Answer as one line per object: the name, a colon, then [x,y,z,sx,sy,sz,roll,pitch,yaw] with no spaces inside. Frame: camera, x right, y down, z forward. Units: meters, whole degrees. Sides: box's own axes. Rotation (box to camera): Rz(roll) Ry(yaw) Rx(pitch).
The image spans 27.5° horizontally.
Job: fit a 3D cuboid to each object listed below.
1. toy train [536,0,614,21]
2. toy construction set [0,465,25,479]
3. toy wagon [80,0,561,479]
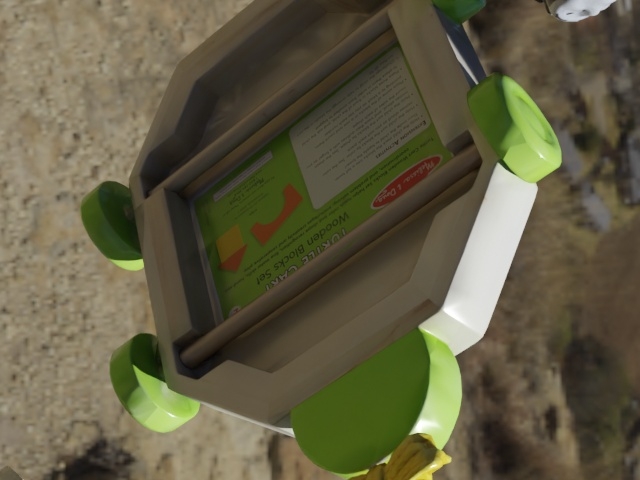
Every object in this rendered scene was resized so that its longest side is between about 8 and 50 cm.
toy train: [0.238,-0.373,1.224,0.142,0.190,0.334,-10,80,-39]
toy construction set: [-0.109,0.204,0.436,0.215,0.151,0.327,-33,144,-32]
toy wagon: [0.000,0.000,0.686,0.068,0.267,0.344,31,31,-44]
